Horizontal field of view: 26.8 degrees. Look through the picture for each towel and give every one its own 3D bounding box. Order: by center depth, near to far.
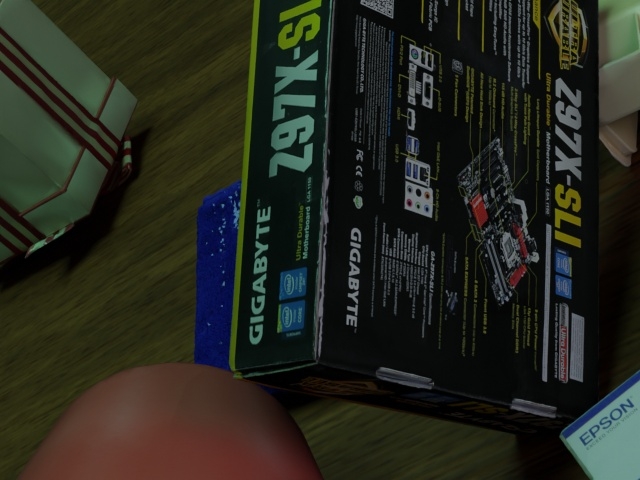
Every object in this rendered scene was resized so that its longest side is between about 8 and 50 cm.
[{"bbox_3d":[0.000,0.000,1.095,0.308,0.076,0.228,-32,44,40],"label":"towel"}]

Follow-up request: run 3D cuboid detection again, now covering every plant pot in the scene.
[{"bbox_3d":[-0.096,0.218,0.848,0.275,0.275,0.243,-38,19,13],"label":"plant pot"}]

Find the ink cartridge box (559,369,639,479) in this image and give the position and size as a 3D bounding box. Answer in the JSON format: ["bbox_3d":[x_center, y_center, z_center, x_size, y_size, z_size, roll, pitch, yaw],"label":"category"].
[{"bbox_3d":[0.254,0.153,0.648,0.165,0.065,0.333,-40,30,8],"label":"ink cartridge box"}]

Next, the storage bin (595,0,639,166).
[{"bbox_3d":[0.316,-0.211,0.989,0.262,0.123,0.260,-23,36,34],"label":"storage bin"}]

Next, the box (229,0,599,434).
[{"bbox_3d":[0.072,-0.054,0.841,0.079,0.257,0.322,-12,69,44],"label":"box"}]

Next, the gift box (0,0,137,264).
[{"bbox_3d":[-0.402,-0.106,1.652,0.255,0.258,0.276,-22,36,36],"label":"gift box"}]
